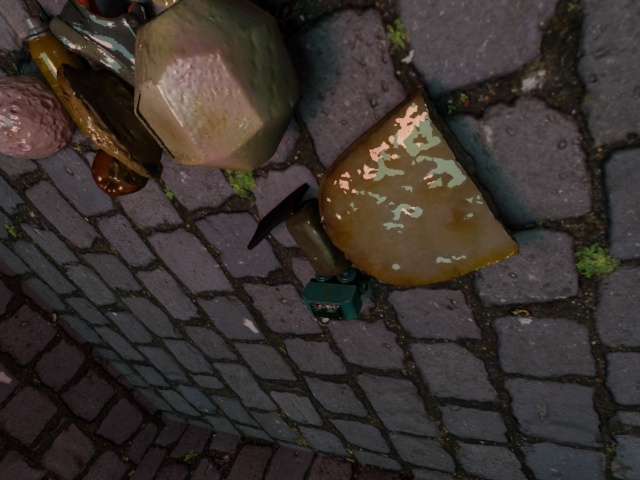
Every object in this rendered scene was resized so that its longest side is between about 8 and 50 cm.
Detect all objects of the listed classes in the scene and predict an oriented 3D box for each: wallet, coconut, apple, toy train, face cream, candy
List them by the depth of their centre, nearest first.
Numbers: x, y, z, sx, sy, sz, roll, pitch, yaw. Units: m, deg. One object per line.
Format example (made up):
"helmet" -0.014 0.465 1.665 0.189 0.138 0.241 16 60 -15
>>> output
"coconut" -0.208 -0.305 0.839 0.353 0.352 0.352 15 135 16
"face cream" -0.684 -0.430 1.129 0.105 0.105 0.348 1 129 28
"wallet" -0.127 -0.064 1.149 0.025 0.124 0.244 38 137 -19
"candy" 0.000 0.000 1.157 0.104 0.102 0.234 -12 120 36
"toy train" 0.042 0.163 1.247 0.198 0.154 0.107 1 133 27
"apple" -0.615 -0.215 1.252 0.147 0.158 0.156 2 134 30

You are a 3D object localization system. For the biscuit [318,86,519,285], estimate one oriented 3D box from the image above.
"biscuit" 0.208 -0.065 0.983 0.429 0.104 0.446 44 133 -13

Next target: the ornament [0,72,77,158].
"ornament" -0.847 -0.352 1.175 0.259 0.259 0.225 3 117 27

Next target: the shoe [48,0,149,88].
"shoe" -0.432 -0.463 0.963 0.336 0.132 0.171 29 109 -23

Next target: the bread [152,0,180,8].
"bread" -0.351 -0.628 0.801 0.316 0.054 0.316 14 135 15

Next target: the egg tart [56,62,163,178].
"egg tart" -0.501 -0.313 1.049 0.352 0.150 0.352 53 177 4
